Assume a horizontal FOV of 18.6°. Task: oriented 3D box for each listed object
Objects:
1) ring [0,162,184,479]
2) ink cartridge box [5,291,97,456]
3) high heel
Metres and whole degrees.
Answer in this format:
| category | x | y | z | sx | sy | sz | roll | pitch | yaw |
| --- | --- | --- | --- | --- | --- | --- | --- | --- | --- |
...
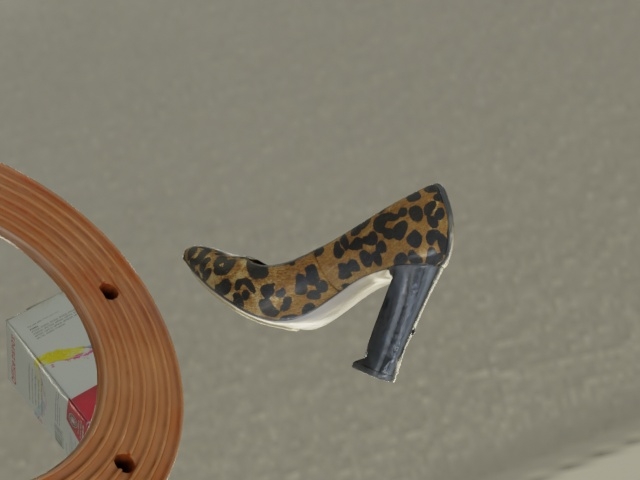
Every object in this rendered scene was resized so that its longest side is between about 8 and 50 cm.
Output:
| category | x | y | z | sx | sy | sz | roll | pitch | yaw |
| --- | --- | --- | --- | --- | --- | --- | --- | --- | --- |
| ring | -0.243 | 0.069 | 1.234 | 0.032 | 0.336 | 0.336 | -51 | -176 | 40 |
| ink cartridge box | -0.270 | 0.159 | 2.287 | 0.127 | 0.128 | 0.176 | -29 | -119 | -27 |
| high heel | 0.000 | 0.000 | 1.844 | 0.261 | 0.186 | 0.093 | 24 | -174 | 27 |
